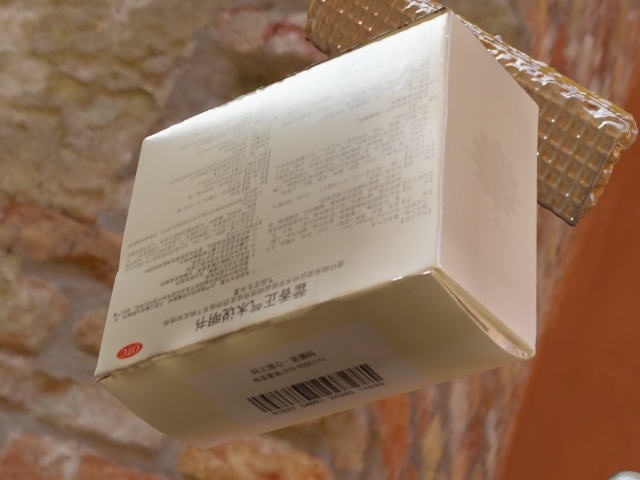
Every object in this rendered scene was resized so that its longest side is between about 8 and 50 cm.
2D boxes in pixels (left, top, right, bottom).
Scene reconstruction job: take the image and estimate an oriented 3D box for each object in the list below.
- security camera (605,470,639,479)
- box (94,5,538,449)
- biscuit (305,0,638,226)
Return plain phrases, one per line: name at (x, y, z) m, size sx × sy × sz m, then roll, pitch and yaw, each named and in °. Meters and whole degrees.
security camera at (0.112, 0.137, 0.626) m, size 0.058 × 0.092 × 0.058 m, roll 47°, pitch 2°, yaw -2°
box at (0.000, 0.000, 0.779) m, size 0.212 × 0.168 × 0.095 m, roll -19°, pitch -45°, yaw 32°
biscuit at (0.112, -0.134, 1.234) m, size 0.054 × 0.094 × 0.379 m, roll 7°, pitch 23°, yaw -43°
